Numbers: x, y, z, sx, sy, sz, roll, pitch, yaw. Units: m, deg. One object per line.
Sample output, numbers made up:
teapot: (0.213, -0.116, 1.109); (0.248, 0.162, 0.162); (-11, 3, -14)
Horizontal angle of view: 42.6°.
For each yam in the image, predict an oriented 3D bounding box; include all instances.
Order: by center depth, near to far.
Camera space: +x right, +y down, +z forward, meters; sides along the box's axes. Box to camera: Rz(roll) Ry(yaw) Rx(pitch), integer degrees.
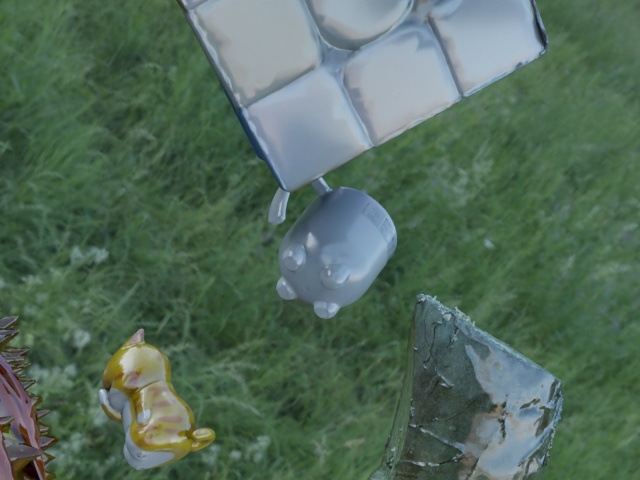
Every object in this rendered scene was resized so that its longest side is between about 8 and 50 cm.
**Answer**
yam: (0.116, 0.179, 0.690); (0.154, 0.254, 0.154); (12, 4, -1)

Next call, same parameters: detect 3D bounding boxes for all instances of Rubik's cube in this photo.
Rubik's cube: (0.000, -0.319, 0.962); (0.346, 0.347, 0.344); (63, -2, -26)

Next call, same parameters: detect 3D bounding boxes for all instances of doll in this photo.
doll: (-0.352, 0.334, 1.665); (0.162, 0.166, 0.269); (-21, 68, -33)

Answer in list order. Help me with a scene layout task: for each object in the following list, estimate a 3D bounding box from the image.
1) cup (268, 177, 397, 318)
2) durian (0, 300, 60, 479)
cup: (0.011, 0.005, 1.077); (0.134, 0.173, 0.142); (15, 41, 23)
durian: (-0.308, 0.146, 0.406); (0.348, 0.347, 0.384); (36, 48, -4)
